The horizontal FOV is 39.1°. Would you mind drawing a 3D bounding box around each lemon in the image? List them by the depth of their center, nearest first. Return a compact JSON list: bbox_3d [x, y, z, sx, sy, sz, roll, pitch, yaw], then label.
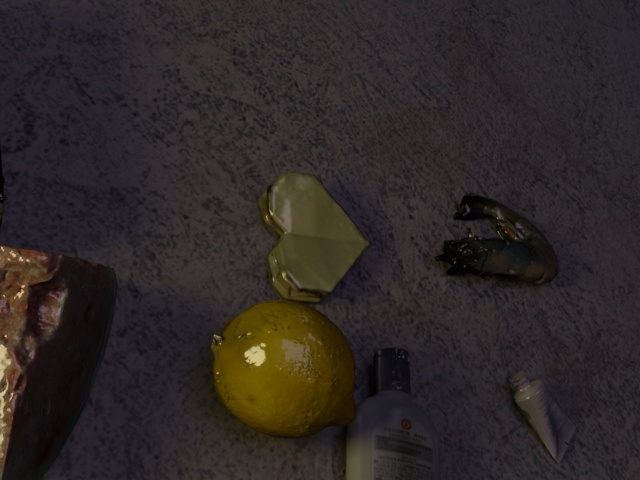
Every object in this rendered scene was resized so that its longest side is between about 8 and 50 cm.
[{"bbox_3d":[-0.041,0.164,1.138,0.206,0.173,0.173,38,47,-2],"label":"lemon"}]

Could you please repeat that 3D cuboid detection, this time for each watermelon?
[{"bbox_3d":[-0.337,0.115,0.966,0.148,0.226,0.318,11,43,3],"label":"watermelon"}]

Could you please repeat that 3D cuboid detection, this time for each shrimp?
[{"bbox_3d":[0.298,-0.012,1.547,0.289,0.075,0.178,4,50,-29],"label":"shrimp"}]

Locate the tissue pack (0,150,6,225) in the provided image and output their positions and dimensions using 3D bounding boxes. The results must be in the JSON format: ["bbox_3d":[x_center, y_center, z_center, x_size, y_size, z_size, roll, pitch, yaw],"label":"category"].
[{"bbox_3d":[-0.485,-0.154,1.053,0.210,0.198,0.370,5,58,-33],"label":"tissue pack"}]

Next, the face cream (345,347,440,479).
[{"bbox_3d":[0.097,0.284,1.214,0.144,0.071,0.291,17,53,-24],"label":"face cream"}]

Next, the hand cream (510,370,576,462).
[{"bbox_3d":[0.345,0.267,1.408,0.142,0.053,0.084,55,47,-10],"label":"hand cream"}]

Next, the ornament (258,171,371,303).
[{"bbox_3d":[0.000,0.000,1.359,0.180,0.059,0.201,7,59,-30],"label":"ornament"}]
